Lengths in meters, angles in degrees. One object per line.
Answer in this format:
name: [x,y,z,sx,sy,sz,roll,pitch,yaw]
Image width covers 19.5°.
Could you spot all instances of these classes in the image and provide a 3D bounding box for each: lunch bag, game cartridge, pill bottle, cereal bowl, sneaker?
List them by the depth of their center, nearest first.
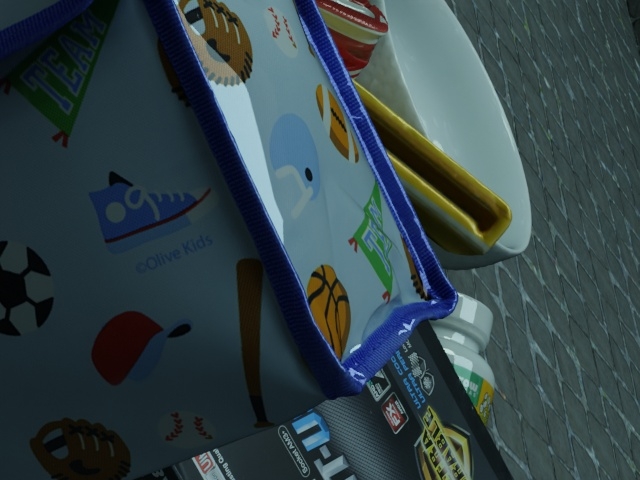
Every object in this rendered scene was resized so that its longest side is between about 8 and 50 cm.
lunch bag: [-0.165,-0.059,0.994,0.385,0.328,0.239,67,21,-4]
pill bottle: [0.083,0.151,1.587,0.117,0.118,0.208,42,56,-48]
game cartridge: [0.028,-0.091,1.602,0.285,0.052,0.323,39,0,-1]
sneaker: [-0.058,-0.200,1.777,0.221,0.128,0.087,25,26,-6]
cereal bowl: [0.088,-0.117,1.967,0.339,0.141,0.339,52,24,-34]

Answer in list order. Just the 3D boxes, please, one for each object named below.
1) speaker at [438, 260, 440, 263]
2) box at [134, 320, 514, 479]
speaker: [0.000,0.000,1.632,0.296,0.131,0.131,40,33,-52]
box: [-0.005,0.155,1.365,0.293,0.073,0.295,-43,111,-45]
